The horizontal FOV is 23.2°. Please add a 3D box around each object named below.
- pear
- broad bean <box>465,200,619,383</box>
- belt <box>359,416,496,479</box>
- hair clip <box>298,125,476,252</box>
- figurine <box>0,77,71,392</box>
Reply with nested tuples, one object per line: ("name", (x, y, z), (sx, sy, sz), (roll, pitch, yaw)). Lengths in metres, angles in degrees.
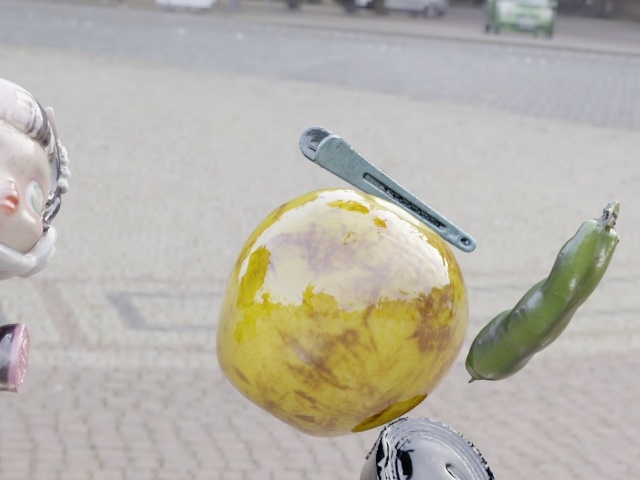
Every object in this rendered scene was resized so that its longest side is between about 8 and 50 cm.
("pear", (0.023, 0.079, 1.679), (0.281, 0.280, 0.281), (5, 10, -1))
("broad bean", (0.179, 0.060, 1.286), (0.046, 0.254, 0.065), (17, 51, -14))
("belt", (0.130, 0.300, 1.775), (0.151, 0.078, 0.198), (-9, 56, -27))
("hair clip", (0.095, -0.064, 2.033), (0.275, 0.048, 0.083), (31, -1, -23))
("figurine", (-0.414, -0.023, 1.688), (0.211, 0.361, 0.253), (0, -29, 22))
